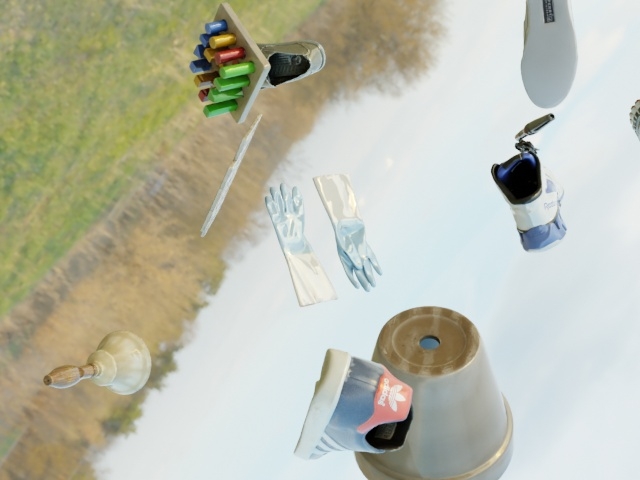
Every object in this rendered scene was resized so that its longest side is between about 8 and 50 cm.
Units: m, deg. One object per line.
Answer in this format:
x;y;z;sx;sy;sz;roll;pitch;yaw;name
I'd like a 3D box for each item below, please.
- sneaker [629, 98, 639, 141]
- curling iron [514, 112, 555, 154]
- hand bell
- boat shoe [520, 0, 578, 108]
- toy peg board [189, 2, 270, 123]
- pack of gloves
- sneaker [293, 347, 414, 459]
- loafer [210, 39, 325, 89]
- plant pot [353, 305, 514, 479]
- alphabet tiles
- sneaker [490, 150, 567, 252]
0.467;-0.163;1.226;0.225;0.088;0.092;79;1;-71;sneaker
0.485;-0.243;2.110;0.035;0.068;0.274;-51;174;-9;curling iron
-0.425;0.240;1.727;0.126;0.126;0.242;-55;165;13;hand bell
0.387;-0.355;1.606;0.088;0.096;0.267;0;84;-70;boat shoe
-0.187;-0.318;1.725;0.079;0.160;0.161;-20;158;-35;toy peg board
0.000;0.000;1.680;0.195;0.232;0.046;-9;163;-35;pack of gloves
0.052;0.266;1.381;0.350;0.148;0.131;103;5;-69;sneaker
-0.118;-0.355;1.916;0.251;0.094;0.087;-11;-161;11;loafer
0.211;0.287;1.791;0.323;0.323;0.280;-62;154;-48;plant pot
-0.156;-0.102;1.589;0.237;0.009;0.198;-77;-167;-70;alphabet tiles
0.449;-0.129;2.041;0.127;0.182;0.315;-20;-153;15;sneaker
